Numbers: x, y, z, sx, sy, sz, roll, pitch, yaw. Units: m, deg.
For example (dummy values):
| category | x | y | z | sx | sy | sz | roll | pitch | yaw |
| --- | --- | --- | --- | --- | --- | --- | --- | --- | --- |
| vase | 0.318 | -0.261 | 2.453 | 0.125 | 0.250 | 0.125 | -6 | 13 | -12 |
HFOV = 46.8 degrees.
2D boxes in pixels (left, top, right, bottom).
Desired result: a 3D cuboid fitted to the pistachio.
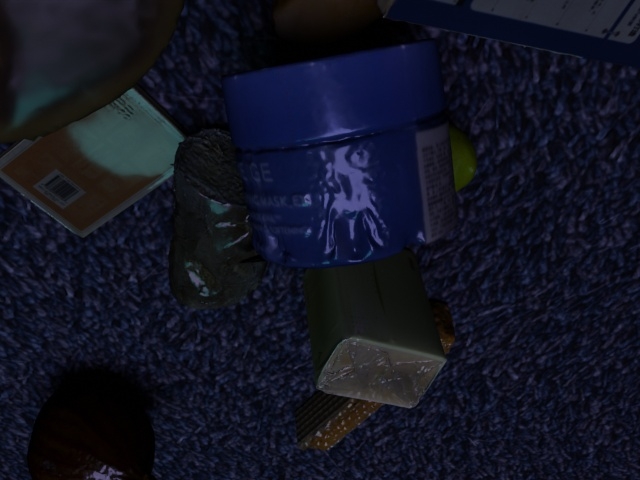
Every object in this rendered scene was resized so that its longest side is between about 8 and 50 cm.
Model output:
| category | x | y | z | sx | sy | sz | roll | pitch | yaw |
| --- | --- | --- | --- | --- | --- | --- | --- | --- | --- |
| pistachio | 0.026 | -0.294 | 0.815 | 0.165 | 0.130 | 0.210 | -19 | 168 | -46 |

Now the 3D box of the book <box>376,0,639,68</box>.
| category | x | y | z | sx | sy | sz | roll | pitch | yaw |
| --- | --- | --- | --- | --- | --- | --- | --- | --- | --- |
| book | 0.295 | -0.333 | 0.772 | 0.428 | 0.039 | 0.300 | 1 | 134 | -31 |

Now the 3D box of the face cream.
| category | x | y | z | sx | sy | sz | roll | pitch | yaw |
| --- | --- | --- | --- | --- | --- | --- | --- | --- | --- |
| face cream | 0.027 | -0.101 | 0.852 | 0.249 | 0.249 | 0.224 | -10 | 102 | 4 |

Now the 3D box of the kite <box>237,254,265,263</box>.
| category | x | y | z | sx | sy | sz | roll | pitch | yaw |
| --- | --- | --- | --- | --- | --- | --- | --- | --- | --- |
| kite | 0.000 | 0.002 | 1.000 | 0.141 | 0.245 | 0.015 | -3 | 100 | 27 |

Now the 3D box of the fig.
| category | x | y | z | sx | sy | sz | roll | pitch | yaw |
| --- | --- | --- | --- | --- | --- | --- | --- | --- | --- |
| fig | -0.330 | 0.366 | 1.234 | 0.321 | 0.217 | 0.216 | 15 | 138 | 30 |

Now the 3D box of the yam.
| category | x | y | z | sx | sy | sz | roll | pitch | yaw |
| --- | --- | --- | --- | --- | --- | --- | --- | --- | --- |
| yam | -0.132 | -0.021 | 1.018 | 0.154 | 0.153 | 0.254 | 5 | 132 | -9 |

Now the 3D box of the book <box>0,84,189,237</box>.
| category | x | y | z | sx | sy | sz | roll | pitch | yaw |
| --- | --- | --- | --- | --- | --- | --- | --- | --- | --- |
| book | -0.304 | -0.112 | 1.007 | 0.242 | 0.018 | 0.170 | -31 | 127 | 20 |

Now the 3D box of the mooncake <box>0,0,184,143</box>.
| category | x | y | z | sx | sy | sz | roll | pitch | yaw |
| --- | --- | --- | --- | --- | --- | --- | --- | --- | --- |
| mooncake | -0.321 | -0.300 | 0.698 | 0.394 | 0.246 | 0.394 | 16 | 127 | -24 |

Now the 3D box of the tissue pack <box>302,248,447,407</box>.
| category | x | y | z | sx | sy | sz | roll | pitch | yaw |
| --- | --- | --- | --- | --- | --- | --- | --- | --- | --- |
| tissue pack | 0.070 | 0.110 | 1.085 | 0.159 | 0.234 | 0.125 | 16 | 125 | -18 |

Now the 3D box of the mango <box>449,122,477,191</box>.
| category | x | y | z | sx | sy | sz | roll | pitch | yaw |
| --- | --- | --- | --- | --- | --- | --- | --- | --- | --- |
| mango | 0.131 | -0.108 | 1.012 | 0.164 | 0.089 | 0.117 | -1 | 139 | 12 |

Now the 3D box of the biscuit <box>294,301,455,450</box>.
| category | x | y | z | sx | sy | sz | roll | pitch | yaw |
| --- | --- | --- | --- | --- | --- | --- | --- | --- | --- |
| biscuit | 0.090 | 0.245 | 1.293 | 0.054 | 0.094 | 0.378 | 29 | 121 | -26 |
